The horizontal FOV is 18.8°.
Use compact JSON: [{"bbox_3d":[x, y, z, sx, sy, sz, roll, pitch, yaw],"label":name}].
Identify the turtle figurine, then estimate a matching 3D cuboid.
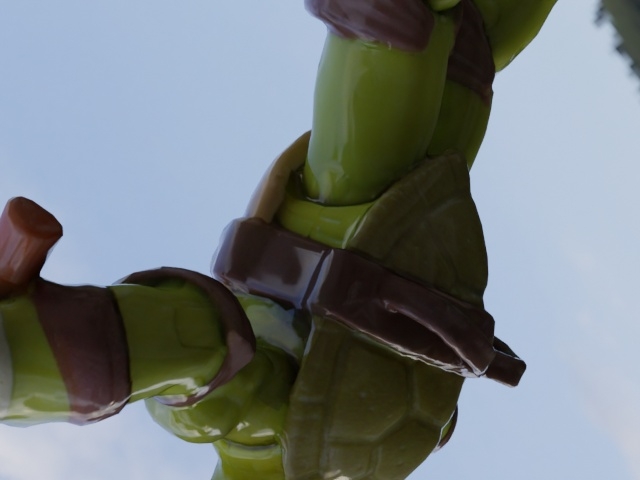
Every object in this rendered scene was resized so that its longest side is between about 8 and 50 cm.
[{"bbox_3d":[0.000,0.000,0.404,0.087,0.217,0.269,19,178,28],"label":"turtle figurine"}]
